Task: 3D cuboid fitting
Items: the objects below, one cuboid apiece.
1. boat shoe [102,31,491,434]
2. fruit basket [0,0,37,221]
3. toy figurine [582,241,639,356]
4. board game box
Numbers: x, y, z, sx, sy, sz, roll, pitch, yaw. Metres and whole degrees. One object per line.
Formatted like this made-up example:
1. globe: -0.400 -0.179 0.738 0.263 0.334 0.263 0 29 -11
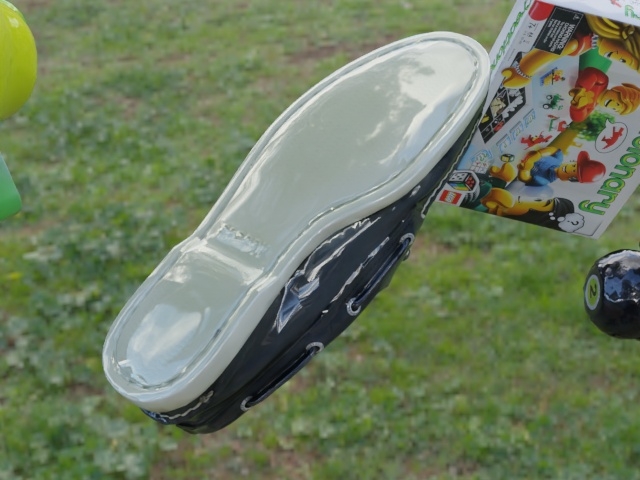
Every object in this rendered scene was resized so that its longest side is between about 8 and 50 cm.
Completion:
1. boat shoe: 0.002 0.002 0.931 0.127 0.113 0.340 28 71 37
2. fruit basket: -0.385 -0.145 1.080 0.391 0.283 0.392 -8 43 8
3. toy figurine: 0.304 0.045 0.871 0.148 0.209 0.213 17 34 -55
4. board game box: 0.244 -0.124 1.314 0.192 0.305 0.053 13 53 -8
